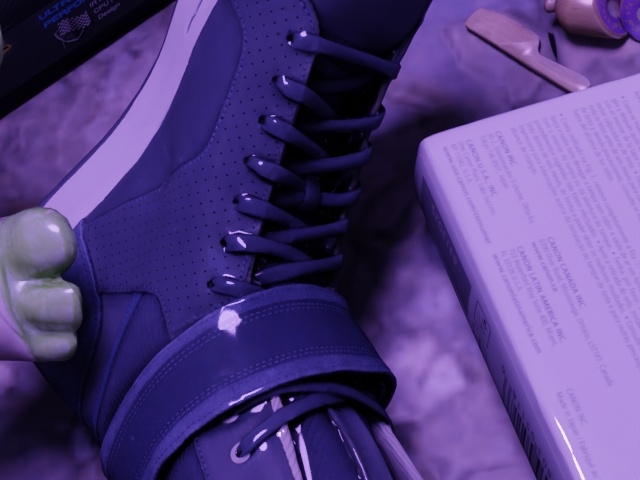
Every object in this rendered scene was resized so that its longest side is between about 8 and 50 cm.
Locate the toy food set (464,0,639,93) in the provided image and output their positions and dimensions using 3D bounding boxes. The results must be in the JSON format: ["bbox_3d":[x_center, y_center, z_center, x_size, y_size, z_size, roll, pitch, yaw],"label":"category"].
[{"bbox_3d":[0.109,-0.112,0.605,0.078,0.019,0.122,37,80,29],"label":"toy food set"}]

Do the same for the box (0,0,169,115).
[{"bbox_3d":[-0.119,-0.128,0.597,0.220,0.175,0.051,-34,60,-1],"label":"box"}]

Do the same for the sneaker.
[{"bbox_3d":[0.001,0.001,0.513,0.226,0.086,0.163,-53,52,25],"label":"sneaker"}]

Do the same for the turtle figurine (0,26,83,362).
[{"bbox_3d":[-0.195,-0.015,0.439,0.266,0.274,0.198,-14,46,-34],"label":"turtle figurine"}]

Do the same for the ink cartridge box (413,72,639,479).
[{"bbox_3d":[0.137,0.008,0.537,0.179,0.045,0.145,-15,59,-10],"label":"ink cartridge box"}]
